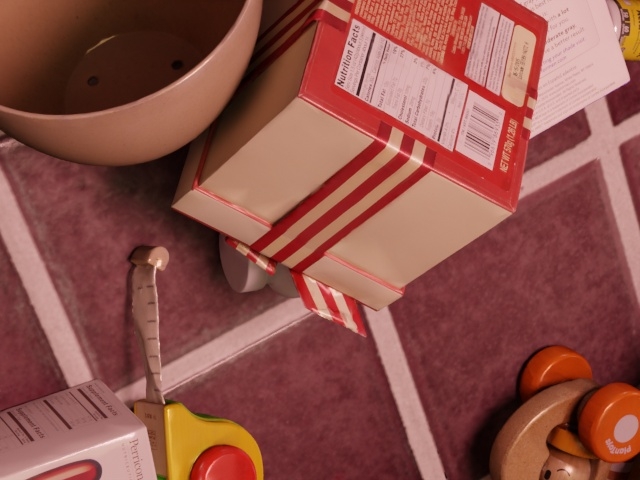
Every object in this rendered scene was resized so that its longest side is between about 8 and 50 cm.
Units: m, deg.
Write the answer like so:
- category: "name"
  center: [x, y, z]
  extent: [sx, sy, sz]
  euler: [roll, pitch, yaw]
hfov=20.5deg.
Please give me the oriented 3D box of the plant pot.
- category: "plant pot"
  center: [-0.177, -0.172, 1.505]
  extent: [0.284, 0.284, 0.191]
  euler: [-37, 152, -12]

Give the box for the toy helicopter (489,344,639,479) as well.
- category: "toy helicopter"
  center: [0.306, 0.297, 1.951]
  extent: [0.235, 0.140, 0.355]
  euler: [-50, 125, -5]

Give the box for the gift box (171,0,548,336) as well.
- category: "gift box"
  center: [0.042, -0.088, 1.571]
  extent: [0.276, 0.258, 0.255]
  euler: [32, 54, -18]

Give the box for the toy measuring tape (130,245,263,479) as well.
- category: "toy measuring tape"
  center: [-0.118, 0.164, 1.715]
  extent: [0.121, 0.121, 0.330]
  euler: [-6, 96, -25]

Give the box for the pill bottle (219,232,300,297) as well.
- category: "pill bottle"
  center: [0.000, 0.000, 1.716]
  extent: [0.184, 0.103, 0.103]
  euler: [-9, 109, -24]

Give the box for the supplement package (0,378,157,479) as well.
- category: "supplement package"
  center: [-0.282, 0.244, 1.632]
  extent: [0.244, 0.134, 0.139]
  euler: [-18, 114, -21]

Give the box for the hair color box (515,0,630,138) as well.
- category: "hair color box"
  center: [0.156, -0.267, 1.710]
  extent: [0.185, 0.110, 0.339]
  euler: [-30, 118, -15]

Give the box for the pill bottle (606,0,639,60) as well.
- category: "pill bottle"
  center: [0.333, -0.219, 1.838]
  extent: [0.116, 0.065, 0.065]
  euler: [-1, 106, -27]
